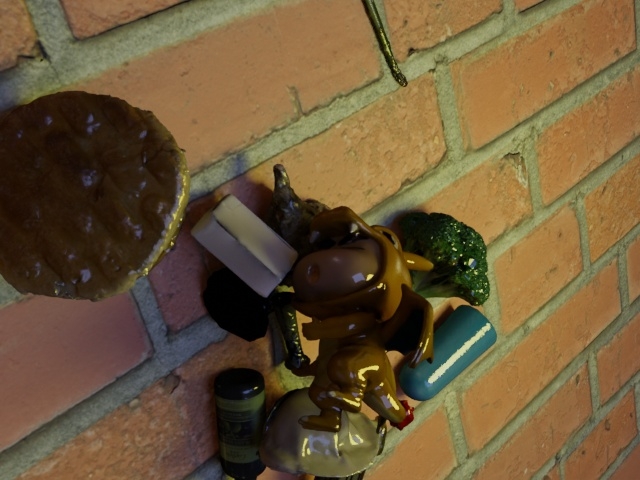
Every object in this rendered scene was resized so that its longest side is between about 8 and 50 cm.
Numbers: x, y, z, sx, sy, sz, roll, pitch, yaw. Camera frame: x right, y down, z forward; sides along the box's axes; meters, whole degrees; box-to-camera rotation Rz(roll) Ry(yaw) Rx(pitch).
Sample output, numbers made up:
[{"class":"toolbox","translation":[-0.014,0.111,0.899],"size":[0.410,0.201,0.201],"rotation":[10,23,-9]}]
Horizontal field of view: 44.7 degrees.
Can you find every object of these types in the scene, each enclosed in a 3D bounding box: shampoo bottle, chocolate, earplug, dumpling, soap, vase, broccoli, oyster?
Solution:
[{"class":"shampoo bottle","translation":[-0.157,0.405,1.580],"size":[0.101,0.101,0.283],"rotation":[-15,111,-38]},{"class":"chocolate","translation":[-0.132,0.093,1.504],"size":[0.133,0.156,0.156],"rotation":[-41,127,-45]},{"class":"earplug","translation":[0.306,0.295,1.953],"size":[0.273,0.132,0.132],"rotation":[-39,124,-24]},{"class":"dumpling","translation":[-0.002,0.373,1.557],"size":[0.293,0.205,0.163],"rotation":[-21,97,-57]},{"class":"soap","translation":[-0.136,0.007,1.433],"size":[0.183,0.064,0.121],"rotation":[42,28,-4]},{"class":"vase","translation":[-0.064,0.191,1.635],"size":[0.059,0.059,0.166],"rotation":[-28,118,-33]},{"class":"broccoli","translation":[0.270,0.074,1.808],"size":[0.254,0.269,0.269],"rotation":[44,72,-34]},{"class":"oyster","translation":[-0.019,0.016,1.603],"size":[0.396,0.111,0.204],"rotation":[36,80,-45]}]

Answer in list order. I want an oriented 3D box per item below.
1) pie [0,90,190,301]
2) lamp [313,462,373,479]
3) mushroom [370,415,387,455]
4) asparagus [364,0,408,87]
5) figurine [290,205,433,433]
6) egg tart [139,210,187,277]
[{"class":"pie","translation":[-0.364,-0.069,1.171],"size":[0.340,0.083,0.339],"rotation":[0,88,2]},{"class":"lamp","translation":[0.015,0.605,1.743],"size":[0.090,0.089,0.325],"rotation":[3,112,-35]},{"class":"mushroom","translation":[0.033,0.436,1.776],"size":[0.312,0.081,0.099],"rotation":[18,77,-39]},{"class":"asparagus","translation":[0.139,-0.432,1.680],"size":[0.024,0.025,0.248],"rotation":[-87,154,-53]},{"class":"figurine","translation":[0.075,0.168,1.472],"size":[0.401,0.268,0.386],"rotation":[85,12,-58]},{"class":"egg tart","translation":[-0.328,-0.059,1.304],"size":[0.288,0.118,0.288],"rotation":[-8,102,-41]}]
